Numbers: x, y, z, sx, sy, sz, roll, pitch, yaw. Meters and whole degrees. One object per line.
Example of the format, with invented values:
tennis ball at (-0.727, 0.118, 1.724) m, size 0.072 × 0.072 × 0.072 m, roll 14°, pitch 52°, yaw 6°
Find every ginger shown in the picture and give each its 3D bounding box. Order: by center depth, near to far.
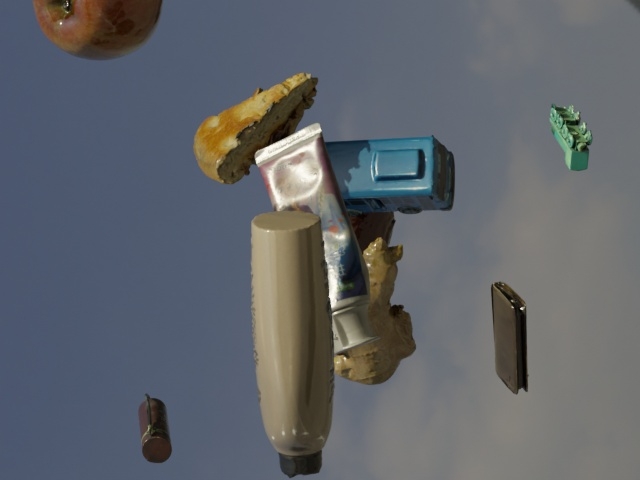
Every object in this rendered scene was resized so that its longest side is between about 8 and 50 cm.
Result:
ginger at (0.057, 0.098, 1.701) m, size 0.137 × 0.074 × 0.213 m, roll -20°, pitch -50°, yaw -12°

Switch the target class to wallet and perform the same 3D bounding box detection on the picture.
wallet at (0.356, 0.185, 2.399) m, size 0.031 × 0.110 × 0.198 m, roll -13°, pitch -63°, yaw -14°

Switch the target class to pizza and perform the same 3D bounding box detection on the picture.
pizza at (-0.077, -0.148, 1.673) m, size 0.069 × 0.194 × 0.154 m, roll 56°, pitch 179°, yaw -25°

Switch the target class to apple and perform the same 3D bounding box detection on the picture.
apple at (-0.335, -0.364, 1.917) m, size 0.174 × 0.188 × 0.188 m, roll -34°, pitch -59°, yaw -55°

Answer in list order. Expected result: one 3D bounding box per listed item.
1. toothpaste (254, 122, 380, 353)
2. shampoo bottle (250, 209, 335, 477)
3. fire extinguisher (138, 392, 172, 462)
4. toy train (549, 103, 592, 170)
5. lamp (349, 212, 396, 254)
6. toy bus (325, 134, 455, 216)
toothpaste at (0.000, 0.000, 1.502) m, size 0.061 × 0.096 × 0.266 m, roll 2°, pitch -113°, yaw -65°
shampoo bottle at (-0.026, 0.104, 1.225) m, size 0.127 × 0.078 × 0.257 m, roll -85°, pitch -6°, yaw -75°
fire extinguisher at (-0.240, 0.264, 1.834) m, size 0.158 × 0.043 × 0.064 m, roll -121°, pitch 10°, yaw -68°
toy train at (0.266, -0.112, 1.360) m, size 0.092 × 0.029 × 0.045 m, roll -105°, pitch 13°, yaw -58°
lamp at (0.017, 0.002, 1.901) m, size 0.180 × 0.180 × 0.258 m, roll 9°, pitch -84°, yaw -61°
toy bus at (0.082, -0.086, 1.711) m, size 0.106 × 0.184 × 0.090 m, roll 43°, pitch -133°, yaw -68°
